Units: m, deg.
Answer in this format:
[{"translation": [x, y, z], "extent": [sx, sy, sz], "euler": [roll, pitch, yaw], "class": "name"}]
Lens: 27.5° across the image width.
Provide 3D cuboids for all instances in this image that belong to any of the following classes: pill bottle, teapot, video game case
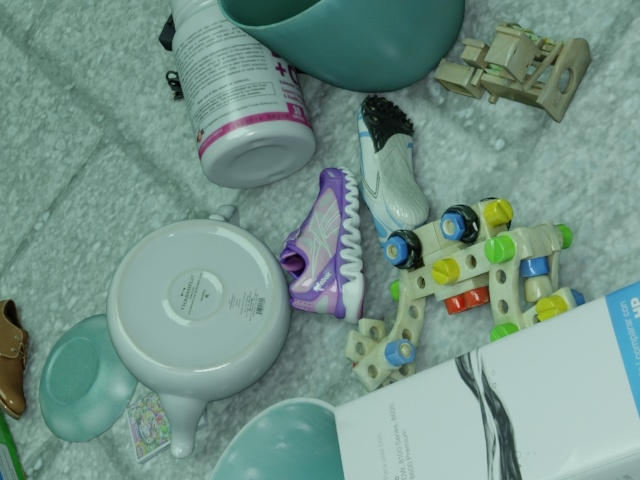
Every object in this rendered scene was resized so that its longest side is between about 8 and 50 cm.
[{"translation": [-0.115, -0.229, 1.810], "extent": [0.160, 0.160, 0.283], "euler": [-26, 66, 24], "class": "pill bottle"}, {"translation": [-0.153, 0.102, 1.702], "extent": [0.256, 0.187, 0.252], "euler": [-33, 69, -13], "class": "teapot"}, {"translation": [-0.211, 0.239, 1.781], "extent": [0.122, 0.011, 0.087], "euler": [-33, 53, 19], "class": "video game case"}]

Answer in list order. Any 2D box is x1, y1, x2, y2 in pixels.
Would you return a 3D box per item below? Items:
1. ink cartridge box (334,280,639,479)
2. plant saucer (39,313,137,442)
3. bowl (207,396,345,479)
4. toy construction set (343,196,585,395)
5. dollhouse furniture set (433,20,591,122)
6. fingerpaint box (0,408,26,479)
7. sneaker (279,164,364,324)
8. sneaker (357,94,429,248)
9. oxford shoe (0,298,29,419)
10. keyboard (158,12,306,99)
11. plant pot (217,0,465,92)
[{"translation": [0.254, 0.206, 1.277], "extent": [0.395, 0.285, 0.166], "euler": [-25, 54, 24], "class": "ink cartridge box"}, {"translation": [-0.345, 0.192, 1.885], "extent": [0.195, 0.037, 0.195], "euler": [-16, 60, 29], "class": "plant saucer"}, {"translation": [0.007, 0.342, 1.448], "extent": [0.311, 0.163, 0.311], "euler": [-28, 50, 40], "class": "bowl"}, {"translation": [0.170, 0.070, 1.510], "extent": [0.328, 0.151, 0.215], "euler": [-22, 82, 35], "class": "toy construction set"}, {"translation": [0.211, -0.243, 1.606], "extent": [0.182, 0.161, 0.101], "euler": [23, 83, 40], "class": "dollhouse furniture set"}, {"translation": [-0.632, 0.381, 1.919], "extent": [0.371, 0.163, 0.444], "euler": [-41, 50, 13], "class": "fingerpaint box"}, {"translation": [0.000, 0.000, 1.653], "extent": [0.105, 0.095, 0.236], "euler": [-1, 51, 0], "class": "sneaker"}, {"translation": [0.081, -0.092, 1.686], "extent": [0.086, 0.085, 0.237], "euler": [-51, 36, 41], "class": "sneaker"}, {"translation": [-0.470, 0.172, 1.965], "extent": [0.076, 0.076, 0.212], "euler": [-30, 54, 8], "class": "oxford shoe"}, {"translation": [-0.131, -0.293, 1.967], "extent": [0.317, 0.033, 0.201], "euler": [15, 78, 40], "class": "keyboard"}, {"translation": [0.051, -0.331, 1.702], "extent": [0.293, 0.235, 0.293], "euler": [-24, 48, 30], "class": "plant pot"}]
